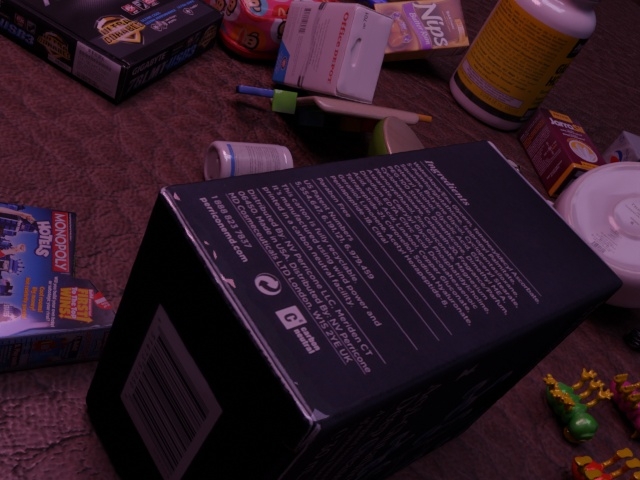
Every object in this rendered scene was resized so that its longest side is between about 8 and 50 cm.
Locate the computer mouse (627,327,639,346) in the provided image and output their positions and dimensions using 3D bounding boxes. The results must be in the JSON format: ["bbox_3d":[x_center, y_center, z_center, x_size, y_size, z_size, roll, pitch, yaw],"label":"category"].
[{"bbox_3d":[0.532,0.208,1.044,0.106,0.042,0.193,16,41,-18],"label":"computer mouse"}]

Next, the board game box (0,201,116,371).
[{"bbox_3d":[-0.297,0.051,0.687,0.194,0.060,0.194,10,43,-25],"label":"board game box"}]

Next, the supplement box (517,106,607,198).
[{"bbox_3d":[0.480,-0.167,1.379,0.104,0.080,0.188,10,43,-22],"label":"supplement box"}]

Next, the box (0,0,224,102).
[{"bbox_3d":[-0.346,-0.363,1.090,0.293,0.073,0.295,33,39,2],"label":"box"}]

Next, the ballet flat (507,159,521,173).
[{"bbox_3d":[0.323,-0.134,1.281,0.114,0.041,0.041,5,46,-27],"label":"ballet flat"}]

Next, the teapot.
[{"bbox_3d":[0.491,0.014,1.124,0.253,0.187,0.255,4,59,11],"label":"teapot"}]

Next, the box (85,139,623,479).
[{"bbox_3d":[0.029,0.095,0.658,0.396,0.293,0.212,-15,57,-40],"label":"box"}]

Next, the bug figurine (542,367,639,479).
[{"bbox_3d":[0.397,0.259,0.885,0.279,0.072,0.216,1,41,-24],"label":"bug figurine"}]

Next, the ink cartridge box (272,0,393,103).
[{"bbox_3d":[0.014,-0.306,1.131,0.082,0.139,0.191,7,13,-39],"label":"ink cartridge box"}]

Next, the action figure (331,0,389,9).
[{"bbox_3d":[0.158,-0.508,1.525,0.280,0.091,0.139,34,56,4],"label":"action figure"}]

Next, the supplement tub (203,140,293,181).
[{"bbox_3d":[-0.099,-0.099,0.960,0.107,0.071,0.071,0,48,-31],"label":"supplement tub"}]

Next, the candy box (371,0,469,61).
[{"bbox_3d":[0.200,-0.430,1.428,0.187,0.053,0.109,-9,83,-13],"label":"candy box"}]

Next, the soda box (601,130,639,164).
[{"bbox_3d":[0.747,-0.135,1.500,0.286,0.091,0.098,15,43,-18],"label":"soda box"}]

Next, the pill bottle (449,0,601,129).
[{"bbox_3d":[0.415,-0.399,1.386,0.188,0.334,0.187,17,42,-16],"label":"pill bottle"}]

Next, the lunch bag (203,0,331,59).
[{"bbox_3d":[-0.098,-0.459,1.299,0.258,0.120,0.293,-8,54,-36],"label":"lunch bag"}]

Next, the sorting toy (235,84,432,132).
[{"bbox_3d":[0.034,-0.200,1.128,0.348,0.047,0.196,3,11,-27],"label":"sorting toy"}]

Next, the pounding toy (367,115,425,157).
[{"bbox_3d":[0.115,-0.058,1.046,0.236,0.110,0.183,58,26,-12],"label":"pounding toy"}]
